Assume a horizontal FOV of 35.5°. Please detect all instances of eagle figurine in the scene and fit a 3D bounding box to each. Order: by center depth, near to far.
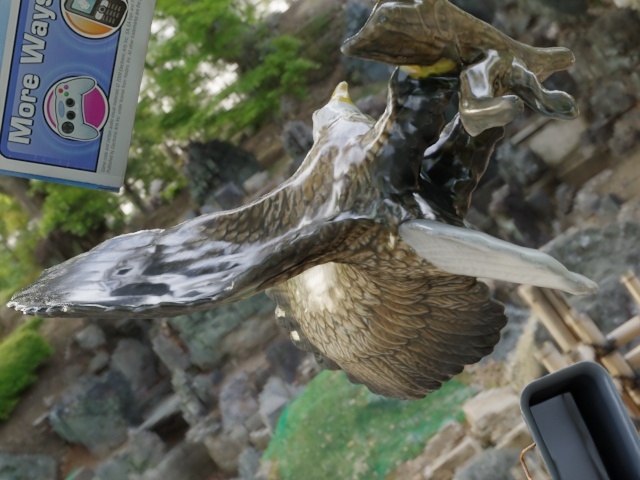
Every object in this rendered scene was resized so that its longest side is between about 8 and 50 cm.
[{"bbox_3d":[0.002,-0.005,0.546,0.298,0.226,0.225,-49,-4,29],"label":"eagle figurine"}]

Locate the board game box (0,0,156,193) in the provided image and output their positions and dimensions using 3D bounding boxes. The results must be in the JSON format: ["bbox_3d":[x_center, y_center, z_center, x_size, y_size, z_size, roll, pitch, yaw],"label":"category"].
[{"bbox_3d":[-0.228,-0.202,0.510,0.086,0.302,0.308,-132,53,-67],"label":"board game box"}]

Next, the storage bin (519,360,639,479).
[{"bbox_3d":[0.227,0.189,0.900,0.098,0.135,0.091,-22,-16,-4],"label":"storage bin"}]
